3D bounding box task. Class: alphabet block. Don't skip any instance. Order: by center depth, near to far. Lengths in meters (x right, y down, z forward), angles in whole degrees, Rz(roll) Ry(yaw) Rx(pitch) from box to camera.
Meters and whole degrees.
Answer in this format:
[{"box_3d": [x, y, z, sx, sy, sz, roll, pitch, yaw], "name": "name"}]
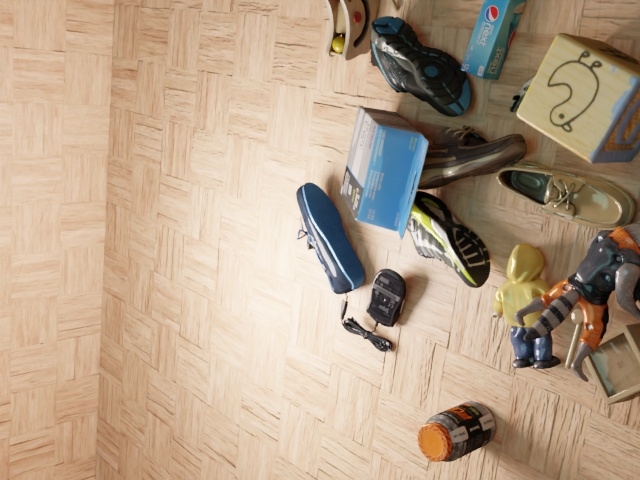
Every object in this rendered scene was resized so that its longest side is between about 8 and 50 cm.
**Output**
[{"box_3d": [0.553, -0.283, 1.491, 0.197, 0.193, 0.192, 42, 122, 34], "name": "alphabet block"}]

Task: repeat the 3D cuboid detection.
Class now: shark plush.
[{"box_3d": [0.483, -0.330, 1.659, 0.067, 0.073, 0.161, 46, 127, -6], "name": "shark plush"}]

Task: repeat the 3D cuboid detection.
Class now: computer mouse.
[{"box_3d": [0.149, 0.168, 2.057, 0.184, 0.060, 0.262, 25, 123, 27], "name": "computer mouse"}]

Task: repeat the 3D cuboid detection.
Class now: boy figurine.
[{"box_3d": [0.470, 0.150, 1.707, 0.177, 0.092, 0.285, -10, 88, 47], "name": "boy figurine"}]

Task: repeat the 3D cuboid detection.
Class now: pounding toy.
[{"box_3d": [0.614, 0.235, 1.575, 0.181, 0.094, 0.206, -46, 54, 45], "name": "pounding toy"}, {"box_3d": [0.098, -0.605, 1.945, 0.155, 0.154, 0.269, 26, 114, 41], "name": "pounding toy"}]

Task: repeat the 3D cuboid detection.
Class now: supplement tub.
[{"box_3d": [0.332, 0.470, 1.820, 0.117, 0.190, 0.117, 7, 101, 45], "name": "supplement tub"}]

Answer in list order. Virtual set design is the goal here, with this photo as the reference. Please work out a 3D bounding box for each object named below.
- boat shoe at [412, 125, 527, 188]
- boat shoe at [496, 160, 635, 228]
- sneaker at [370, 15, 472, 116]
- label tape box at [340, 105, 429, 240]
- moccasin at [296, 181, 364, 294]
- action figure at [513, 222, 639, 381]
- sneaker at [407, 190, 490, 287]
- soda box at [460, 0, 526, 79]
[{"box_3d": [0.323, -0.212, 1.782, 0.355, 0.132, 0.130, -13, 84, 46], "name": "boat shoe"}, {"box_3d": [0.523, -0.099, 1.612, 0.302, 0.098, 0.109, 30, 116, 40], "name": "boat shoe"}, {"box_3d": [0.249, -0.418, 1.867, 0.341, 0.125, 0.139, 52, 156, 24], "name": "sneaker"}, {"box_3d": [0.151, -0.177, 1.857, 0.347, 0.115, 0.249, -107, 28, -68], "name": "label tape box"}, {"box_3d": [0.000, 0.000, 2.139, 0.117, 0.138, 0.342, -36, 69, 41], "name": "moccasin"}, {"box_3d": [0.568, 0.112, 1.454, 0.330, 0.179, 0.341, -56, 34, 13], "name": "action figure"}, {"box_3d": [0.310, 0.011, 1.860, 0.300, 0.111, 0.121, 56, 141, 32], "name": "sneaker"}, {"box_3d": [0.400, -0.481, 1.708, 0.067, 0.071, 0.210, 36, 119, 37], "name": "soda box"}]
